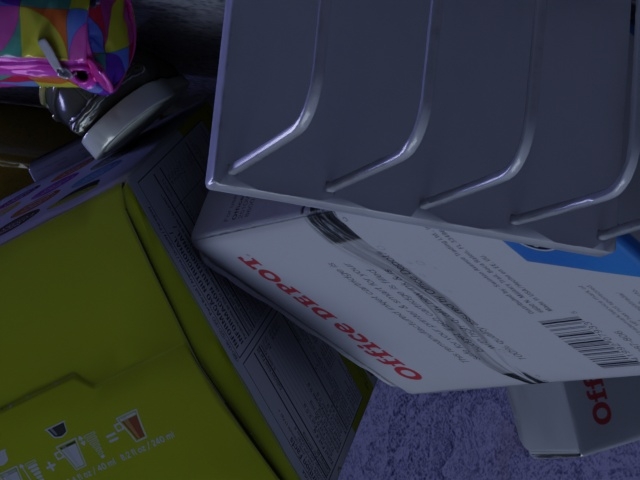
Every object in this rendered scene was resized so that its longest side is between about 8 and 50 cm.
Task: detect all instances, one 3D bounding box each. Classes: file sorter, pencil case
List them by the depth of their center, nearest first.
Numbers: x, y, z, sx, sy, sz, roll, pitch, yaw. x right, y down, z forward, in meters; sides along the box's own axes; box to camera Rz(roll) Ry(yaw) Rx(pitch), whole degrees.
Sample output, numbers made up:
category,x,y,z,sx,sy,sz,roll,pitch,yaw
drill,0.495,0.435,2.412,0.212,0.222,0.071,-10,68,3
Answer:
category,x,y,z,sx,sy,sz,roll,pitch,yaw
file sorter,0.096,-0.115,1.053,0.278,0.193,0.173,10,169,-19
pencil case,-0.257,-0.163,1.333,0.236,0.104,0.104,4,172,16

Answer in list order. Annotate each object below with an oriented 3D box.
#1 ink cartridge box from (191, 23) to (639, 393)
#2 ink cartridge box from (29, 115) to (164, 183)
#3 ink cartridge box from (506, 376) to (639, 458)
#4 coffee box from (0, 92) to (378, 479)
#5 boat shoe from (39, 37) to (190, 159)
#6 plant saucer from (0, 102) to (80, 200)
category,x,y,z,sx,sy,sz,roll,pitch,yaw
ink cartridge box,0.134,-0.017,1.400,0.285,0.166,0.395,37,150,-32
ink cartridge box,-0.194,-0.033,1.791,0.145,0.179,0.045,-26,-163,4
ink cartridge box,0.331,0.066,1.692,0.307,0.223,0.129,-14,178,-17
coffee box,-0.190,0.111,1.619,0.338,0.338,0.334,-26,-168,17
boat shoe,-0.183,-0.133,1.520,0.091,0.109,0.305,48,-179,-5
plant saucer,-0.324,0.023,1.852,0.333,0.332,0.081,7,-175,-1
